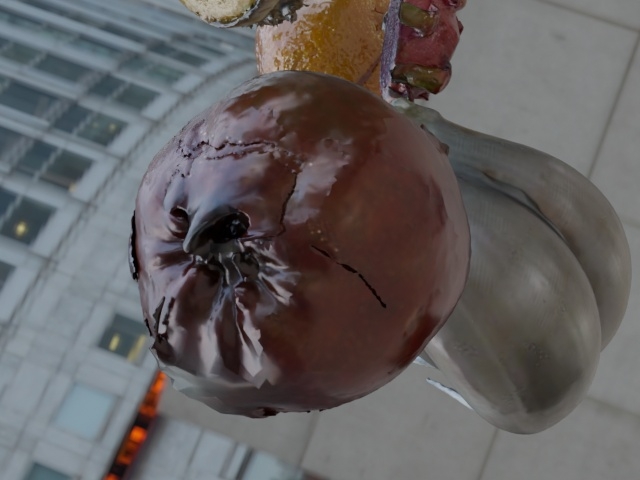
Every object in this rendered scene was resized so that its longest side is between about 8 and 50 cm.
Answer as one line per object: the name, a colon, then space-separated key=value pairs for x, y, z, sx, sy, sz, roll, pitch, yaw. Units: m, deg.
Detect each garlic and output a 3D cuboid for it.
garlic: x=0.133 y=0.071 z=1.094 sx=0.340 sy=0.246 sz=0.231 roll=85 pitch=-168 yaw=-50

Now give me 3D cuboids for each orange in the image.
orange: x=0.022 y=-0.213 z=1.472 sx=0.161 sy=0.193 sz=0.193 roll=-24 pitch=30 yaw=46

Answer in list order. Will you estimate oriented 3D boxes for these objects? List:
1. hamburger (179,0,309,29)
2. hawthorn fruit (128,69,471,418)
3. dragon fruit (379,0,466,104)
hamburger: x=-0.070 y=-0.278 z=1.166 sx=0.118 sy=0.191 sz=0.182 roll=-29 pitch=-1 yaw=-38
hawthorn fruit: x=0.000 y=0.000 z=0.577 sx=0.172 sy=0.148 sz=0.148 roll=-7 pitch=-61 yaw=-58
dragon fruit: x=0.086 y=-0.167 z=1.101 sx=0.112 sy=0.068 sz=0.126 roll=102 pitch=173 yaw=-50
